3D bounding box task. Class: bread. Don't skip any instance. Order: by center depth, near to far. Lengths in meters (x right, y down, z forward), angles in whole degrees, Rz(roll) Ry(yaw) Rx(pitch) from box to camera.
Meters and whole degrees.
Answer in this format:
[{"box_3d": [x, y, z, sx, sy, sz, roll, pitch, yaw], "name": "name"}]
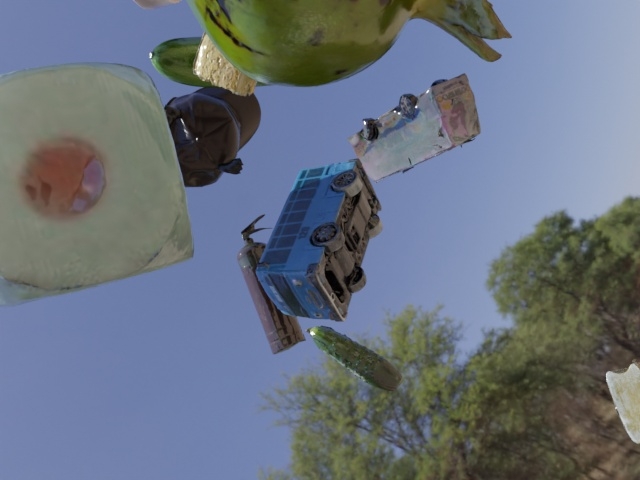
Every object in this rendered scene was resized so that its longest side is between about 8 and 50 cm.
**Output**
[{"box_3d": [-0.172, -0.346, 1.267, 0.106, 0.125, 0.082, -64, -12, 24], "name": "bread"}]

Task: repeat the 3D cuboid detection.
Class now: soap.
[{"box_3d": [0.763, 0.373, 1.539, 0.274, 0.089, 0.173, 14, -125, -55], "name": "soap"}]

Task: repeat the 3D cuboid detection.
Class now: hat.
[{"box_3d": [-0.264, -0.282, 1.644, 0.336, 0.209, 0.238, -42, -71, -20], "name": "hat"}]

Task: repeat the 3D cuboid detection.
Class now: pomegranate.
[{"box_3d": [0.016, -0.256, 0.584, 0.260, 0.341, 0.260, 23, -90, -81], "name": "pomegranate"}]

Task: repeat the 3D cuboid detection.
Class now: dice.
[{"box_3d": [-0.325, -0.069, 0.867, 0.265, 0.262, 0.268, -15, -88, -15], "name": "dice"}]

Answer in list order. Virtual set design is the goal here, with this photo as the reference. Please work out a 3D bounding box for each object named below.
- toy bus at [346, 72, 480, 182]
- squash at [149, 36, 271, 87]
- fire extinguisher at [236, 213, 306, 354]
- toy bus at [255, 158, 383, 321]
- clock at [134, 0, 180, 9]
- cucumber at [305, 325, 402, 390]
[{"box_3d": [0.179, -0.211, 1.277, 0.112, 0.317, 0.138, -27, -86, -25], "name": "toy bus"}, {"box_3d": [-0.164, -0.378, 1.387, 0.395, 0.107, 0.107, -8, -66, -23], "name": "squash"}, {"box_3d": [-0.100, 0.084, 1.291, 0.072, 0.089, 0.267, 63, -176, -79], "name": "fire extinguisher"}, {"box_3d": [0.000, 0.000, 0.958, 0.116, 0.134, 0.234, 62, -144, -38], "name": "toy bus"}, {"box_3d": [-0.364, -0.601, 1.399, 0.197, 0.068, 0.196, -7, -90, -72], "name": "clock"}, {"box_3d": [0.068, 0.242, 1.371, 0.069, 0.227, 0.069, -57, -8, -13], "name": "cucumber"}]
